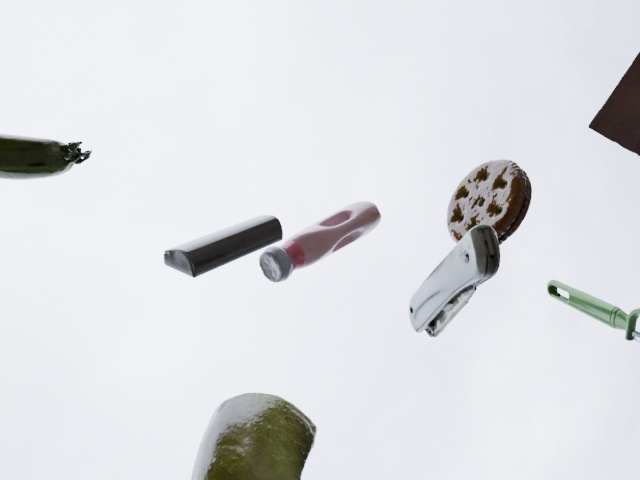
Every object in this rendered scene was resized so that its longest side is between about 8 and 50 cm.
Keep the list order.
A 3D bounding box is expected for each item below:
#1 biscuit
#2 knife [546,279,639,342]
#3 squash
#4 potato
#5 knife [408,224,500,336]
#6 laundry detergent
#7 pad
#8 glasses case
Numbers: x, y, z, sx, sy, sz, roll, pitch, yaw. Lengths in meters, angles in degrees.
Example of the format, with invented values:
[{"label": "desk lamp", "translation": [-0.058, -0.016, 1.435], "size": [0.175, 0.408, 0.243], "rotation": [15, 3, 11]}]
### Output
[{"label": "biscuit", "translation": [0.369, -0.076, 1.205], "size": [0.066, 0.220, 0.220], "rotation": [24, -97, -25]}, {"label": "knife", "translation": [0.318, 0.072, 0.608], "size": [0.015, 0.212, 0.054], "rotation": [-6, -78, -11]}, {"label": "squash", "translation": [-0.511, -0.138, 0.840], "size": [0.319, 0.071, 0.080], "rotation": [12, -124, 0]}, {"label": "potato", "translation": [-0.194, 0.522, 1.243], "size": [0.330, 0.280, 0.212], "rotation": [-40, -81, 7]}, {"label": "knife", "translation": [0.167, 0.064, 0.704], "size": [0.041, 0.265, 0.073], "rotation": [1, -116, -7]}, {"label": "laundry detergent", "translation": [0.000, 0.000, 1.277], "size": [0.335, 0.159, 0.087], "rotation": [-29, -87, -44]}, {"label": "pad", "translation": [0.421, -0.130, 0.624], "size": [0.113, 0.188, 0.006], "rotation": [-59, -7, 11]}, {"label": "glasses case", "translation": [-0.147, 0.003, 0.861], "size": [0.191, 0.072, 0.042], "rotation": [-25, -63, -44]}]
